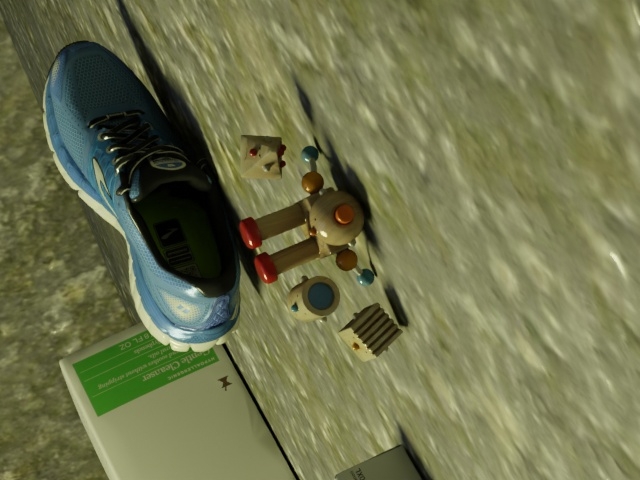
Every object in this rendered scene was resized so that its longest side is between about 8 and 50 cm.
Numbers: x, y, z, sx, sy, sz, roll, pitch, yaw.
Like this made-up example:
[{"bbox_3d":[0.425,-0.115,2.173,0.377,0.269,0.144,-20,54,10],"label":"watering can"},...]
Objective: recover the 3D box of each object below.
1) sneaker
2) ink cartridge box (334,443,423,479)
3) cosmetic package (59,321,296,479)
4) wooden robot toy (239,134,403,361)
[{"bbox_3d":[-0.158,-0.063,1.711,0.330,0.129,0.147,59,154,16],"label":"sneaker"},{"bbox_3d":[0.065,0.246,1.392,0.109,0.063,0.150,59,167,33],"label":"ink cartridge box"},{"bbox_3d":[-0.150,0.278,2.147,0.365,0.197,0.155,56,165,33],"label":"cosmetic package"},{"bbox_3d":[0.000,0.000,1.168,0.173,0.076,0.079,65,158,0],"label":"wooden robot toy"}]
